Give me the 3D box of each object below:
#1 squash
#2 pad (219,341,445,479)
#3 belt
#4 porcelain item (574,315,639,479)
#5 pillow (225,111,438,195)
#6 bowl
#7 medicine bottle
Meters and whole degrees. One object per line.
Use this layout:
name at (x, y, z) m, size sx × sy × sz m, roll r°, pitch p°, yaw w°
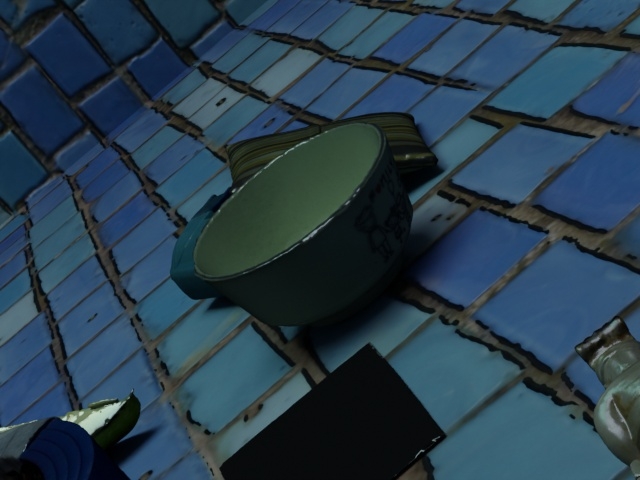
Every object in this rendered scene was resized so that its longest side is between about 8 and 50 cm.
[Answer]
squash at (-0.291, 0.205, 1.582) m, size 0.252 × 0.093 × 0.169 m, roll -41°, pitch 48°, yaw -5°
pad at (0.002, 0.160, 1.232) m, size 0.164 × 0.004 × 0.243 m, roll -39°, pitch 17°, yaw -1°
belt at (-0.247, 0.254, 1.326) m, size 0.212 × 0.117 × 0.347 m, roll -48°, pitch 19°, yaw -21°
porcelain item at (0.192, 0.099, 0.889) m, size 0.084 × 0.054 × 0.213 m, roll -36°, pitch 17°, yaw 3°
pillow at (0.006, -0.090, 1.676) m, size 0.208 × 0.052 × 0.212 m, roll -8°, pitch 17°, yaw -2°
bowl at (0.000, 0.000, 1.452) m, size 0.211 × 0.112 × 0.211 m, roll -33°, pitch 22°, yaw 15°
medicine bottle at (-0.067, 0.003, 1.667) m, size 0.124 × 0.079 × 0.258 m, roll -48°, pitch 19°, yaw -23°
